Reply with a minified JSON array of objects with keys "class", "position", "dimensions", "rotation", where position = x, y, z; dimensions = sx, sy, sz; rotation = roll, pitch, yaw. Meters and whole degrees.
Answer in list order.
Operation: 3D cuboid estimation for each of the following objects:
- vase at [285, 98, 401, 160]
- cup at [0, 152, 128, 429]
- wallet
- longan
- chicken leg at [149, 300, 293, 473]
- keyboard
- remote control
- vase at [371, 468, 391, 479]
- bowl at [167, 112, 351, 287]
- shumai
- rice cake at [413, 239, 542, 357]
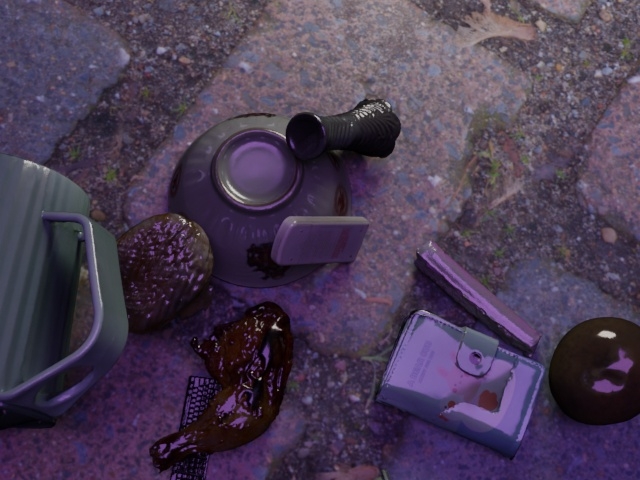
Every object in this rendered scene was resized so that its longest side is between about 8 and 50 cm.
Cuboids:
[{"class":"vase","position":[0.037,-0.187,1.305],"dimensions":[0.116,0.237,0.115],"rotation":[7,103,31]},{"class":"cup","position":[-0.484,0.097,1.172],"dimensions":[0.401,0.310,0.392],"rotation":[10,69,-6]},{"class":"wallet","position":[0.235,0.236,1.279],"dimensions":[0.251,0.075,0.176],"rotation":[23,80,5]},{"class":"longan","position":[0.465,0.215,1.250],"dimensions":[0.187,0.167,0.167],"rotation":[-36,78,-16]},{"class":"chicken leg","position":[-0.148,0.241,1.245],"dimensions":[0.178,0.083,0.322],"rotation":[18,70,3]},{"class":"keyboard","position":[-0.206,0.323,1.259],"dimensions":[0.060,0.018,0.195],"rotation":[7,73,2]},{"class":"remote control","position":[0.000,0.000,1.283],"dimensions":[0.190,0.087,0.029],"rotation":[-3,32,-43]},{"class":"vase","position":[-0.029,0.451,1.171],"dimensions":[0.299,0.143,0.143],"rotation":[-10,74,-3]},{"class":"bowl","position":[-0.106,-0.096,1.316],"dimensions":[0.338,0.157,0.336],"rotation":[1,74,-2]},{"class":"shumai","position":[-0.260,0.055,1.268],"dimensions":[0.162,0.153,0.209],"rotation":[29,93,11]},{"class":"rice cake","position":[0.275,0.101,1.331],"dimensions":[0.270,0.049,0.055],"rotation":[42,62,11]}]
